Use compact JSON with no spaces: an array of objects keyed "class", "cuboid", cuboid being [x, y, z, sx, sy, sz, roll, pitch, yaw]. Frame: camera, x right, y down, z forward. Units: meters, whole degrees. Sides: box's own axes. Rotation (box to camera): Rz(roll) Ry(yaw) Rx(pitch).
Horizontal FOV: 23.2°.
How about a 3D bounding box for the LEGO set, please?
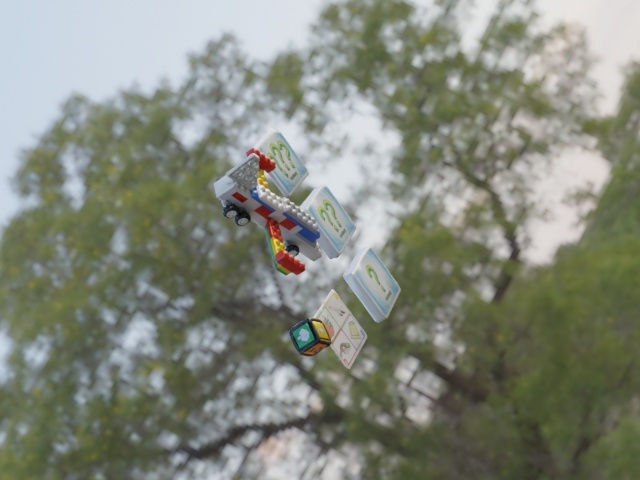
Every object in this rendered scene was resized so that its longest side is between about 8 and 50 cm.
[{"class":"LEGO set","cuboid":[0.000,0.000,1.232,0.060,0.182,0.244,-34,7,21]}]
